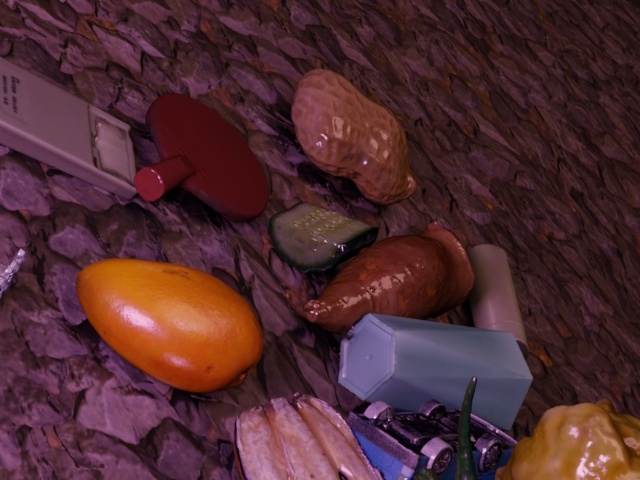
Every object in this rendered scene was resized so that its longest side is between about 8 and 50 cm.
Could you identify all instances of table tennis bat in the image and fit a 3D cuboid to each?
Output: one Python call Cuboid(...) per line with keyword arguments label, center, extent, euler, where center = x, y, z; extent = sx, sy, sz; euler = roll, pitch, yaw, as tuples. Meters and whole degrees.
Cuboid(label="table tennis bat", center=(-0.155, -0.101, 2.021), extent=(0.200, 0.038, 0.310), euler=(50, 23, 2))

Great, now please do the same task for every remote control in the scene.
Cuboid(label="remote control", center=(-0.329, -0.139, 1.861), extent=(0.285, 0.038, 0.123), euler=(26, 37, -39))

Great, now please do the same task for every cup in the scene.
Cuboid(label="cup", center=(0.139, 0.160, 2.021), extent=(0.235, 0.134, 0.148), euler=(19, 36, -40))

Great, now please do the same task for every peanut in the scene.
Cuboid(label="peanut", center=(0.051, -0.145, 2.316), extent=(0.233, 0.110, 0.197), euler=(32, 32, -24))

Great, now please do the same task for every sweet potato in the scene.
Cuboid(label="sweet potato", center=(0.089, 0.061, 2.078), extent=(0.131, 0.131, 0.336), euler=(54, 28, 12))

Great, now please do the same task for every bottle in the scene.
Cuboid(label="bottle", center=(0.254, 0.097, 2.324), extent=(0.072, 0.072, 0.201), euler=(31, 32, -28))

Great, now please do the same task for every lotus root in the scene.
Cuboid(label="lotus root", center=(0.009, 0.321, 1.699), extent=(0.167, 0.078, 0.329), euler=(-6, 57, -29))

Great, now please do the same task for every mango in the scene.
Cuboid(label="mango", center=(-0.165, 0.087, 1.723), extent=(0.219, 0.112, 0.145), euler=(24, 34, -16))

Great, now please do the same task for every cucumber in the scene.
Cuboid(label="cucumber", center=(0.000, 0.000, 2.099), extent=(0.116, 0.062, 0.115), euler=(20, 19, 21))

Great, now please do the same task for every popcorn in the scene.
Cuboid(label="popcorn", center=(0.324, 0.359, 1.795), extent=(0.292, 0.293, 0.334), euler=(47, -5, 28))

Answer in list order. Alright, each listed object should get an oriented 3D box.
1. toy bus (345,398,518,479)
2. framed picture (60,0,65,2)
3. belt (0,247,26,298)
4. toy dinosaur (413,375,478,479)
Cuboid(label="toy bus", center=(0.121, 0.266, 1.851), extent=(0.116, 0.134, 0.234), euler=(29, 14, 36))
Cuboid(label="framed picture", center=(-0.356, -0.356, 2.128), extent=(0.066, 0.006, 0.089), euler=(39, 29, -15))
Cuboid(label="belt", center=(-0.348, 0.068, 1.540), extent=(0.100, 0.065, 0.179), euler=(24, 36, -21))
Cuboid(label="toy dinosaur", center=(0.169, 0.388, 1.640), extent=(0.087, 0.447, 0.301), euler=(-7, 27, -14))
